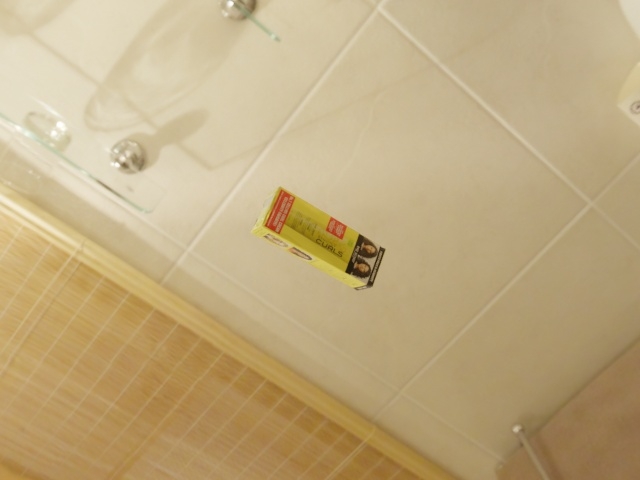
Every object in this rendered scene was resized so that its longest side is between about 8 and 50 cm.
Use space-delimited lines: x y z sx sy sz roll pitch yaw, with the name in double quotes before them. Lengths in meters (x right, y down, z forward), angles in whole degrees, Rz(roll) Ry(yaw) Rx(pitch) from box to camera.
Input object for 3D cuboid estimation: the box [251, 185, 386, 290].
"box" 0.000 0.000 0.975 0.232 0.087 0.058 30 157 -18
